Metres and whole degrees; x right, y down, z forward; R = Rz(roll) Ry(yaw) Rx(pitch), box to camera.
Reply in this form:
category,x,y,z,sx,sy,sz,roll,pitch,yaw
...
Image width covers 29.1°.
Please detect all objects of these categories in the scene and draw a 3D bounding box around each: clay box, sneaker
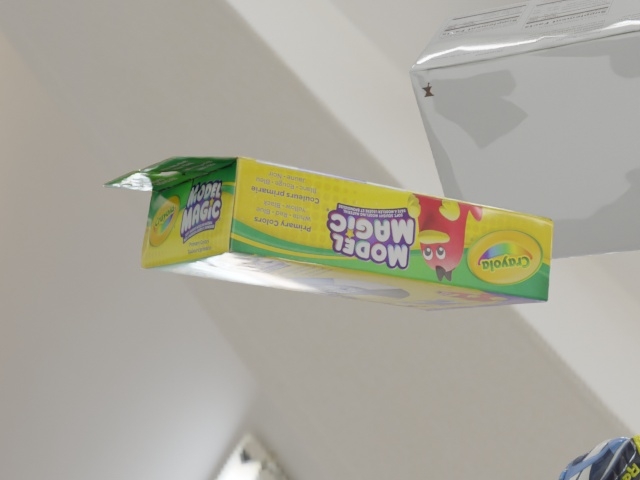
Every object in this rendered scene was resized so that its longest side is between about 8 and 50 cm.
category,x,y,z,sx,sy,sz,roll,pitch,yaw
clay box,0.000,0.000,0.675,0.127,0.222,0.053,-11,-108,63
sneaker,0.231,0.225,1.073,0.053,0.144,0.059,57,-21,-12

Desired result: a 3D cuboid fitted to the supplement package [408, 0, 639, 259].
category,x,y,z,sx,sy,sz,roll,pitch,yaw
supplement package,0.242,-0.106,1.099,0.262,0.145,0.204,-7,-64,26
